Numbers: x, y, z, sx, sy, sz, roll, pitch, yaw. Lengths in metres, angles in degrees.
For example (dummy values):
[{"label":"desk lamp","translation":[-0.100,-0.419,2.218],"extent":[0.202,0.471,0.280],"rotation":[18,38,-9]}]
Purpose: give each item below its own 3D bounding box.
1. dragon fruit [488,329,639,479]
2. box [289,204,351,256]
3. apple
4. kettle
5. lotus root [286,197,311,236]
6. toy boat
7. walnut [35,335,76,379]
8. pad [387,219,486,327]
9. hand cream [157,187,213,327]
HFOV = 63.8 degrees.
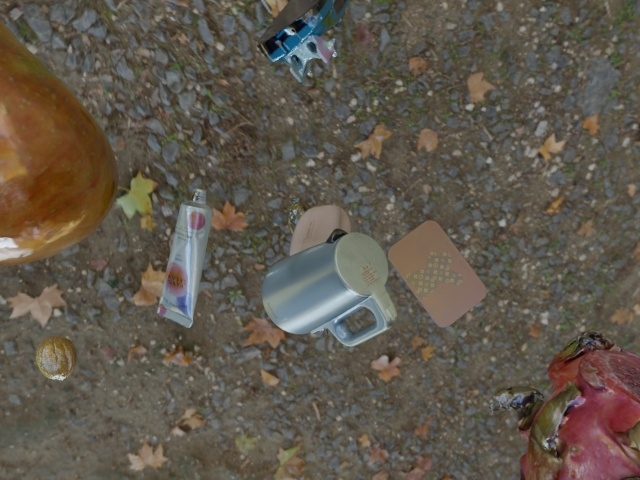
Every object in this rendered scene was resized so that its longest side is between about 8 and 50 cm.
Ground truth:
[{"label":"dragon fruit","translation":[0.270,0.172,0.421],"extent":[0.210,0.282,0.147],"rotation":[-6,120,-32]},{"label":"box","translation":[0.000,0.000,1.243],"extent":[0.145,0.200,0.088],"rotation":[-9,136,25]},{"label":"apple","translation":[-0.290,-0.080,0.417],"extent":[0.234,0.210,0.173],"rotation":[39,69,5]},{"label":"kettle","translation":[0.023,0.102,0.962],"extent":[0.159,0.243,0.211],"rotation":[-22,85,-37]},{"label":"lotus root","translation":[-0.054,-0.046,1.556],"extent":[0.089,0.080,0.180],"rotation":[-39,117,-53]},{"label":"toy boat","translation":[-0.002,-0.377,0.877],"extent":[0.134,0.299,0.092],"rotation":[-23,121,35]},{"label":"walnut","translation":[-0.726,0.324,1.416],"extent":[0.105,0.105,0.125],"rotation":[-9,85,-20]},{"label":"pad","translation":[0.321,0.089,1.415],"extent":[0.181,0.004,0.267],"rotation":[-36,84,-10]},{"label":"hand cream","translation":[-0.334,0.037,1.278],"extent":[0.077,0.124,0.341],"rotation":[7,98,-61]}]
